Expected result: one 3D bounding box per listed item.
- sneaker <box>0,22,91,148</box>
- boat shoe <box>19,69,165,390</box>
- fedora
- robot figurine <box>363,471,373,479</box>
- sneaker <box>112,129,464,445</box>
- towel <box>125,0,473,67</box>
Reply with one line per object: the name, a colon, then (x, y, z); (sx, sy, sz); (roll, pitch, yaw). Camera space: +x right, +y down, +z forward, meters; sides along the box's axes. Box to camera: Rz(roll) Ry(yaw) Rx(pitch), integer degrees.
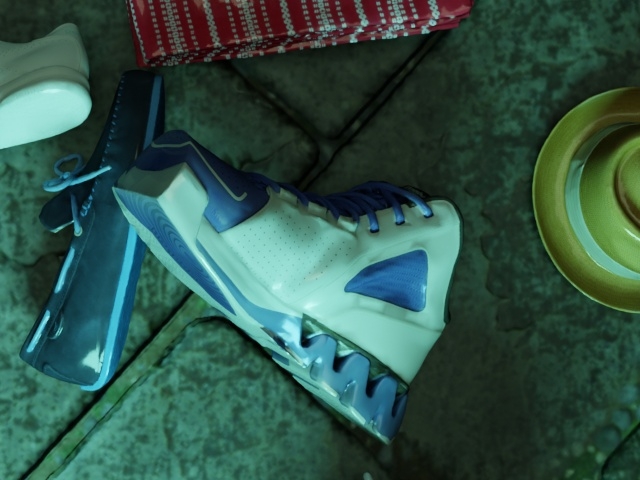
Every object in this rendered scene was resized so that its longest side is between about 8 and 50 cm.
sneaker: (-0.280, -0.115, 0.893); (0.212, 0.080, 0.094); (-13, 59, 10)
boat shoe: (-0.183, -0.012, 0.880); (0.089, 0.109, 0.258); (13, 89, -1)
fedora: (0.272, -0.033, 0.921); (0.194, 0.079, 0.194); (0, 93, -4)
robot figurine: (0.053, 0.367, 0.860); (0.299, 0.200, 0.354); (13, 92, 10)
sneaker: (0.001, 0.001, 0.868); (0.182, 0.127, 0.315); (-52, 122, -13)
towel: (-0.024, -0.250, 0.884); (0.274, 0.031, 0.199); (-9, 93, -7)
